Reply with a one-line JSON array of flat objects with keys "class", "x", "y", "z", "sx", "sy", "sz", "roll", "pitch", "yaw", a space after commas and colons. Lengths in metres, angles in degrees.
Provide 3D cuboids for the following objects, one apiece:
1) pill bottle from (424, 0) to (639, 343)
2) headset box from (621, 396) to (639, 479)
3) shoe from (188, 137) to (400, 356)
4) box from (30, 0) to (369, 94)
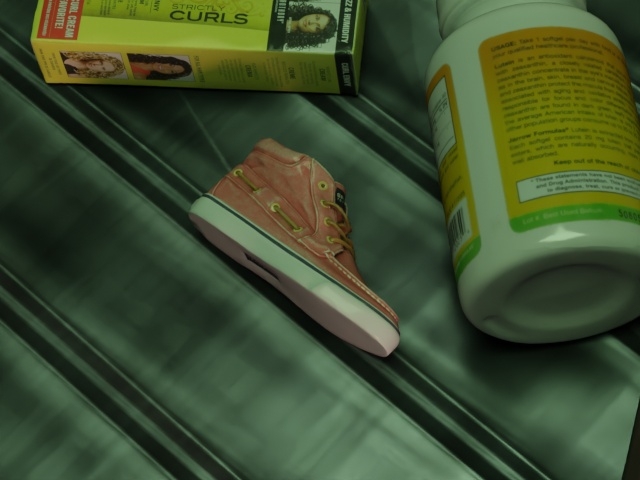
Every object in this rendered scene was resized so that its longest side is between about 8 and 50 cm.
[{"class": "pill bottle", "x": 0.142, "y": -0.069, "z": 1.313, "sx": 0.136, "sy": 0.136, "sz": 0.246, "roll": -8, "pitch": 60, "yaw": 1}, {"class": "headset box", "x": 0.249, "y": 0.083, "z": 1.171, "sx": 0.110, "sy": 0.218, "sz": 0.293, "roll": 12, "pitch": 63, "yaw": 12}, {"class": "shoe", "x": 0.000, "y": 0.000, "z": 1.330, "sx": 0.178, "sy": 0.063, "sz": 0.081, "roll": 35, "pitch": 74, "yaw": 27}, {"class": "box", "x": -0.084, "y": -0.157, "z": 1.431, "sx": 0.232, "sy": 0.058, "sz": 0.087, "roll": 4, "pitch": 62, "yaw": 8}]
